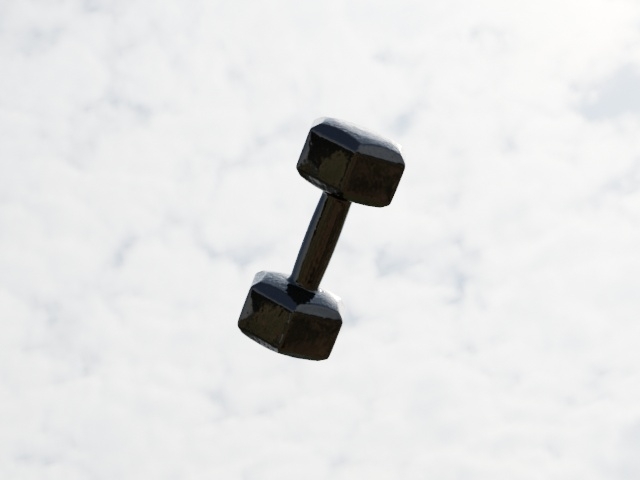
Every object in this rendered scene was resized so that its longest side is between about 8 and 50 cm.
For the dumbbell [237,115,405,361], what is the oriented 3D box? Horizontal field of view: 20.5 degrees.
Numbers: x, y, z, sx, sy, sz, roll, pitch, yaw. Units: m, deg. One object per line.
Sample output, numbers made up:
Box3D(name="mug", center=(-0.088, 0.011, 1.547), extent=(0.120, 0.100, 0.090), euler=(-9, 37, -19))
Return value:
Box3D(name="dumbbell", center=(0.000, 0.000, 0.612), extent=(0.040, 0.036, 0.083), euler=(13, -74, -31))
